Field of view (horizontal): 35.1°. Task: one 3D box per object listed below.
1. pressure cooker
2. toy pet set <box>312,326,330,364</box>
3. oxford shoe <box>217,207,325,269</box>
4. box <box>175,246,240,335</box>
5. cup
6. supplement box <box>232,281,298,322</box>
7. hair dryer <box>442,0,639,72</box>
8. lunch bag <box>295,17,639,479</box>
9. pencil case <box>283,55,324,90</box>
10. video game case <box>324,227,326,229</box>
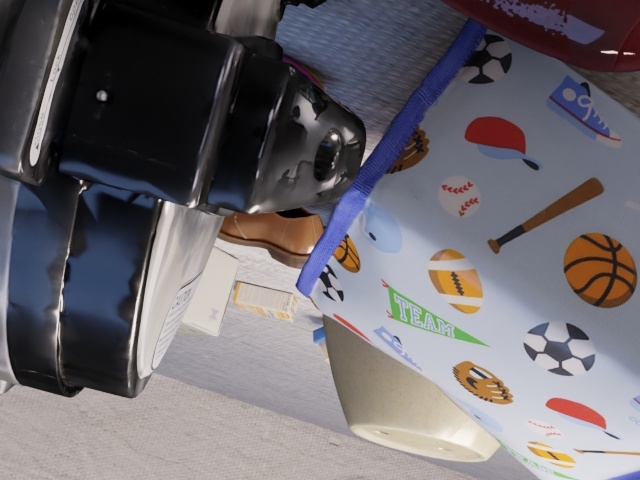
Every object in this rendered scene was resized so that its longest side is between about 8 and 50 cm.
[{"bbox_3d":[-0.177,-0.107,0.579,0.420,0.370,0.376,16,139,-3],"label":"pressure cooker"},{"bbox_3d":[0.051,0.167,1.770,0.114,0.065,0.122,-24,157,7],"label":"toy pet set"},{"bbox_3d":[-0.070,-0.030,1.236,0.212,0.076,0.076,17,-152,40],"label":"oxford shoe"},{"bbox_3d":[-0.262,0.065,1.579,0.148,0.127,0.232,30,158,-37],"label":"box"},{"bbox_3d":[0.142,0.132,1.224,0.331,0.237,0.331,12,161,4],"label":"cup"},{"bbox_3d":[-0.092,0.104,1.698,0.098,0.036,0.062,12,163,11],"label":"supplement box"},{"bbox_3d":[0.163,-0.186,0.564,0.293,0.080,0.224,-4,139,35],"label":"hair dryer"},{"bbox_3d":[0.162,0.041,0.843,0.327,0.239,0.385,36,156,5],"label":"lunch bag"},{"bbox_3d":[-0.085,-0.101,0.959,0.104,0.104,0.236,23,162,-21],"label":"pencil case"},{"bbox_3d":[0.000,0.000,1.338,0.122,0.011,0.087,12,162,13],"label":"video game case"}]
